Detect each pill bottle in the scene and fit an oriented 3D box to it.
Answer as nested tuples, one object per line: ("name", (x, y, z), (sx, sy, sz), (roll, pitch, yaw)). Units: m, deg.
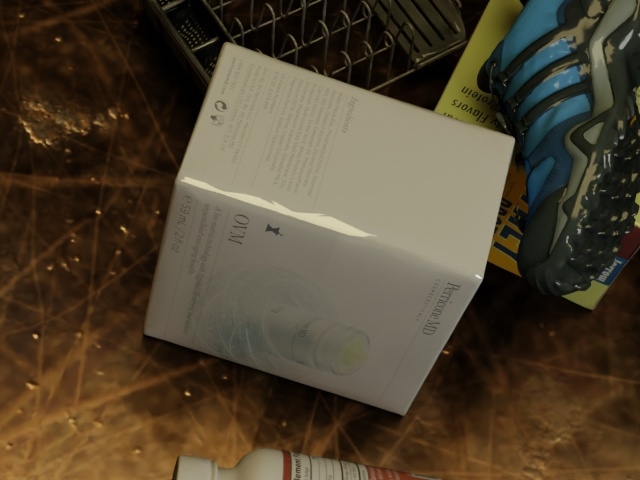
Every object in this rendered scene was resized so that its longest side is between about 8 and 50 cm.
("pill bottle", (-0.003, 0.214, 1.070), (0.216, 0.121, 0.121), (10, 57, -6))

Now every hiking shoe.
("hiking shoe", (0.183, -0.093, 1.166), (0.132, 0.113, 0.304), (4, 60, 26))

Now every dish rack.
("dish rack", (-0.008, -0.207, 1.347), (0.271, 0.074, 0.208), (-27, 69, -21))

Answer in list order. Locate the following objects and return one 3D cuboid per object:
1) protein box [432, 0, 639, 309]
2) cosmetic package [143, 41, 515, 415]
("protein box", (0.196, -0.088, 1.292), (0.200, 0.136, 0.201), (26, 57, 3))
("cosmetic package", (0.000, 0.000, 1.140), (0.224, 0.224, 0.138), (17, 56, -2))
